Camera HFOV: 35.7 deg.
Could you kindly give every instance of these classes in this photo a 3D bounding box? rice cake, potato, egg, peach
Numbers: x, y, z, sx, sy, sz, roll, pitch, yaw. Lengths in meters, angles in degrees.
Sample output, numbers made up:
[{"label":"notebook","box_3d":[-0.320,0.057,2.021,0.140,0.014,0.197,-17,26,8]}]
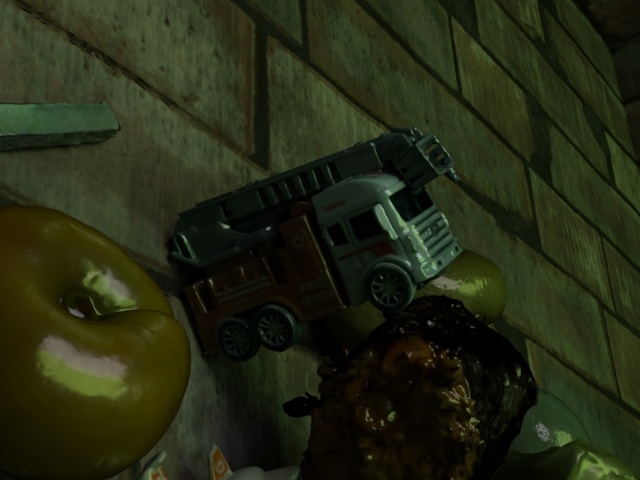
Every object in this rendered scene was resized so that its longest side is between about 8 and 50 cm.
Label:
[{"label":"rice cake","box_3d":[-0.280,-0.116,1.002,0.211,0.034,0.043,-15,76,-60]},{"label":"potato","box_3d":[0.123,0.080,1.316,0.169,0.248,0.144,-110,-168,-77]},{"label":"egg","box_3d":[0.355,0.352,1.604,0.169,0.169,0.237,-2,73,-59]},{"label":"peach","box_3d":[-0.221,0.083,0.823,0.251,0.153,0.251,40,26,-24]}]

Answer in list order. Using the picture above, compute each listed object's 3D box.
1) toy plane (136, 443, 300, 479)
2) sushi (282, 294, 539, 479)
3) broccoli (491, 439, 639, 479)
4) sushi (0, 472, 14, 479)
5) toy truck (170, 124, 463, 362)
[{"label":"toy plane","box_3d":[-0.101,0.304,0.944,0.244,0.117,0.245,38,42,-44]},{"label":"sushi","box_3d":[0.066,0.221,1.048,0.207,0.234,0.349,-22,134,-58]},{"label":"broccoli","box_3d":[0.229,0.355,1.204,0.275,0.397,0.353,-52,124,-28]},{"label":"sushi","box_3d":[-0.292,0.199,0.695,0.332,0.124,0.130,39,52,-43]},{"label":"toy truck","box_3d":[0.000,0.000,1.078,0.133,0.338,0.185,-32,99,-60]}]
